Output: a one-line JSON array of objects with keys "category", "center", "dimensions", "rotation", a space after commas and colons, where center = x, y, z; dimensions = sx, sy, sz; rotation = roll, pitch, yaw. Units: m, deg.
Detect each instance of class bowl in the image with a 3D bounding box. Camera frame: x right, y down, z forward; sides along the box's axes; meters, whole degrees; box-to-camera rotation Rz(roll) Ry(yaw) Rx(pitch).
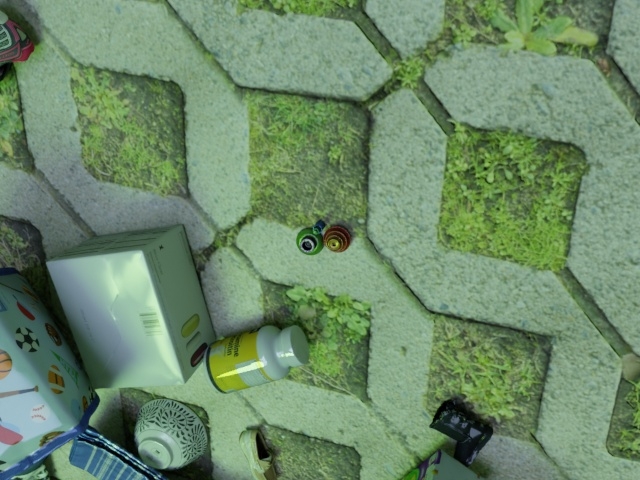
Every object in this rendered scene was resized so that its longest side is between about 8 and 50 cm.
[{"category": "bowl", "center": [-0.335, 0.430, 1.207], "dimensions": [0.170, 0.080, 0.170], "rotation": [5, 110, 13]}]

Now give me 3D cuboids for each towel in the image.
[{"category": "towel", "center": [-0.402, 0.539, 1.240], "dimensions": [0.336, 0.040, 0.243], "rotation": [35, 137, -2]}]

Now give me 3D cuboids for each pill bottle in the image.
[{"category": "pill bottle", "center": [-0.118, 0.218, 1.061], "dimensions": [0.184, 0.103, 0.103], "rotation": [-20, 104, 20]}]

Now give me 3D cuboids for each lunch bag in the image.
[{"category": "lunch bag", "center": [-0.580, 0.230, 1.045], "dimensions": [0.239, 0.385, 0.327], "rotation": [-30, 97, -11]}]

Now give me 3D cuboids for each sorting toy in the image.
[{"category": "sorting toy", "center": [0.000, 0.000, 0.985], "dimensions": [0.102, 0.042, 0.061], "rotation": [-9, 107, 17]}]

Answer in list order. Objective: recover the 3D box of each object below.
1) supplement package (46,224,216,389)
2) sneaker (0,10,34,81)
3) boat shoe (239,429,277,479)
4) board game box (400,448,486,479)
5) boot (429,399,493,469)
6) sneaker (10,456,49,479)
[{"category": "supplement package", "center": [-0.342, 0.123, 1.061], "dimensions": [0.204, 0.145, 0.261], "rotation": [-7, 108, 17]}, {"category": "sneaker", "center": [-0.635, -0.294, 1.006], "dimensions": [0.299, 0.120, 0.112], "rotation": [-26, 132, 29]}, {"category": "boat shoe", "center": [-0.121, 0.453, 1.177], "dimensions": [0.045, 0.050, 0.135], "rotation": [-21, 103, 26]}, {"category": "board game box", "center": [0.187, 0.542, 1.056], "dimensions": [0.142, 0.144, 0.275], "rotation": [35, 124, 1]}, {"category": "boot", "center": [0.249, 0.362, 1.053], "dimensions": [0.099, 0.045, 0.121], "rotation": [30, 111, 3]}, {"category": "sneaker", "center": [-0.673, 0.539, 1.302], "dimensions": [0.236, 0.130, 0.322], "rotation": [-31, 93, 28]}]
